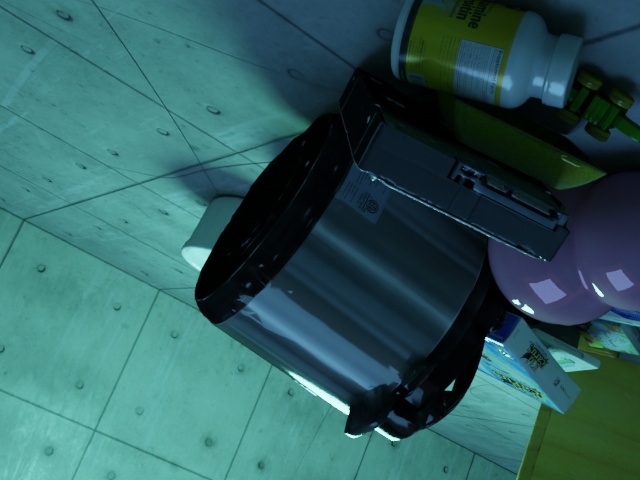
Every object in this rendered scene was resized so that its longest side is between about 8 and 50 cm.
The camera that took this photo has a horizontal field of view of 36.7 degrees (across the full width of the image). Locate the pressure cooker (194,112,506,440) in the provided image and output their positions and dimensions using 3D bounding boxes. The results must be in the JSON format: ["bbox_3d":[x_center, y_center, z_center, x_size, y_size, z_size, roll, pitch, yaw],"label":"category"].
[{"bbox_3d":[0.071,0.069,1.423,0.420,0.370,0.375,35,-177,-14],"label":"pressure cooker"}]

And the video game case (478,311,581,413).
[{"bbox_3d":[0.294,0.178,1.701,0.269,0.061,0.244,24,164,51],"label":"video game case"}]

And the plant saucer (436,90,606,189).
[{"bbox_3d":[0.218,-0.121,1.124,0.188,0.045,0.188,25,-163,-9],"label":"plant saucer"}]

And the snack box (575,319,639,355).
[{"bbox_3d":[0.531,0.164,1.790,0.100,0.037,0.141,8,158,37],"label":"snack box"}]

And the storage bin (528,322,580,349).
[{"bbox_3d":[0.440,0.175,1.848,0.135,0.091,0.098,27,162,-19],"label":"storage bin"}]

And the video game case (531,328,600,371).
[{"bbox_3d":[0.415,0.206,1.786,0.143,0.019,0.157,26,162,-12],"label":"video game case"}]

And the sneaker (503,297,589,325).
[{"bbox_3d":[0.363,0.102,1.661,0.283,0.124,0.107,33,161,-32],"label":"sneaker"}]

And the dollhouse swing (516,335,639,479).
[{"bbox_3d":[0.582,0.408,1.943,0.305,0.347,0.315,17,162,17],"label":"dollhouse swing"}]

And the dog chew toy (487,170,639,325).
[{"bbox_3d":[0.380,0.002,1.226,0.332,0.206,0.206,-8,146,46],"label":"dog chew toy"}]

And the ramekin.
[{"bbox_3d":[-0.142,0.019,2.035,0.277,0.135,0.277,20,163,6],"label":"ramekin"}]

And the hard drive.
[{"bbox_3d":[0.142,-0.099,1.130,0.237,0.064,0.339,25,-164,-11],"label":"hard drive"}]

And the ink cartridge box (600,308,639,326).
[{"bbox_3d":[0.445,0.078,1.519,0.165,0.065,0.332,9,171,38],"label":"ink cartridge box"}]

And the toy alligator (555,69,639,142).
[{"bbox_3d":[0.282,-0.165,1.077,0.189,0.056,0.051,30,-154,3],"label":"toy alligator"}]

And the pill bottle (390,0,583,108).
[{"bbox_3d":[0.174,-0.197,1.011,0.184,0.103,0.103,17,163,15],"label":"pill bottle"}]
